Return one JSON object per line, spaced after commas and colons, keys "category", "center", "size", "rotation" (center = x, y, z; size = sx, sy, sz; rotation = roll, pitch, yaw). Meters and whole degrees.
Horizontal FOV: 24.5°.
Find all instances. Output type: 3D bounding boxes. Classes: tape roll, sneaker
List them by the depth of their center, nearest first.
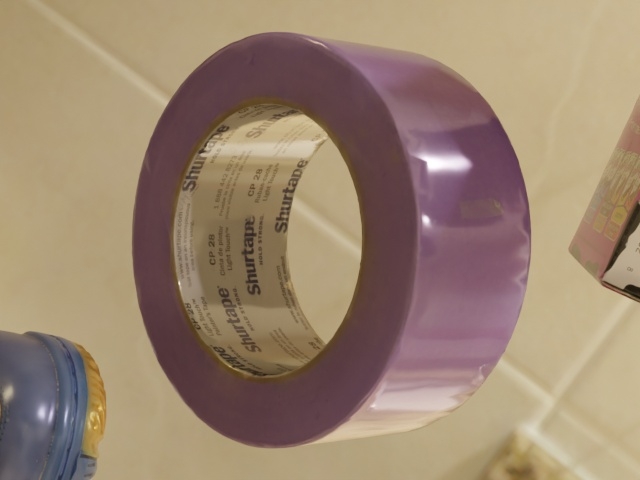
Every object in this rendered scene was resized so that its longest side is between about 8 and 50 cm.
{"category": "sneaker", "center": [-0.218, 0.083, 0.668], "size": [0.131, 0.112, 0.296], "rotation": [25, -21, -39]}
{"category": "tape roll", "center": [0.000, 0.000, 0.690], "size": [0.080, 0.189, 0.189], "rotation": [1, 31, -46]}

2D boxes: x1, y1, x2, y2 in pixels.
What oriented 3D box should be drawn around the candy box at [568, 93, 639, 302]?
{"category": "candy box", "center": [0.216, -0.078, 0.774], "size": [0.071, 0.233, 0.159], "rotation": [23, 7, 1]}
